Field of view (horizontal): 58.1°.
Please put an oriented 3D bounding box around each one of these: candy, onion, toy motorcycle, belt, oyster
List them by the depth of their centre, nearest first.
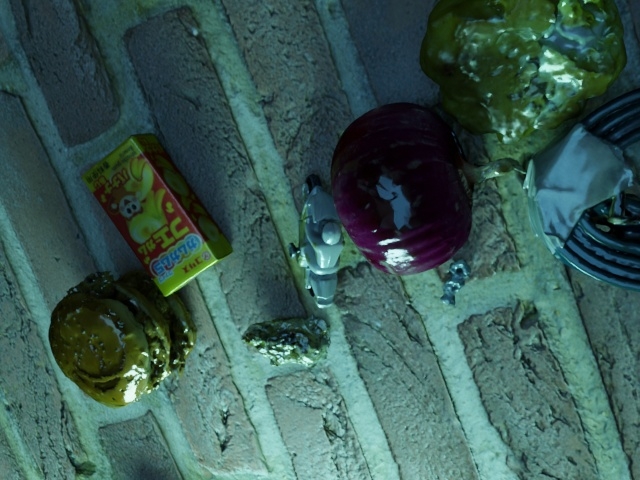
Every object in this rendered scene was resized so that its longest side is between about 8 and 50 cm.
[{"bbox_3d":[0.526,-0.078,0.825,0.437,0.173,0.300,-5,92,12],"label":"belt"},{"bbox_3d":[0.127,-0.084,0.896,0.256,0.230,0.272,45,114,2],"label":"onion"},{"bbox_3d":[0.000,0.000,0.991,0.074,0.151,0.228,-2,97,-19],"label":"toy motorcycle"},{"bbox_3d":[-0.304,-0.049,1.081,0.146,0.088,0.276,-32,94,17],"label":"candy"},{"bbox_3d":[-0.063,0.198,1.093,0.166,0.053,0.108,0,112,7],"label":"oyster"}]

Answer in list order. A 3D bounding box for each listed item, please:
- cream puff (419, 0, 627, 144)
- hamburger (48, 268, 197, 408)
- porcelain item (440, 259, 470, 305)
[{"bbox_3d":[0.286,-0.283,0.834,0.282,0.185,0.281,7,134,8],"label":"cream puff"},{"bbox_3d":[-0.381,0.172,1.090,0.245,0.211,0.260,6,108,18],"label":"hamburger"},{"bbox_3d":[0.235,0.071,1.003,0.036,0.028,0.083,19,104,12],"label":"porcelain item"}]
